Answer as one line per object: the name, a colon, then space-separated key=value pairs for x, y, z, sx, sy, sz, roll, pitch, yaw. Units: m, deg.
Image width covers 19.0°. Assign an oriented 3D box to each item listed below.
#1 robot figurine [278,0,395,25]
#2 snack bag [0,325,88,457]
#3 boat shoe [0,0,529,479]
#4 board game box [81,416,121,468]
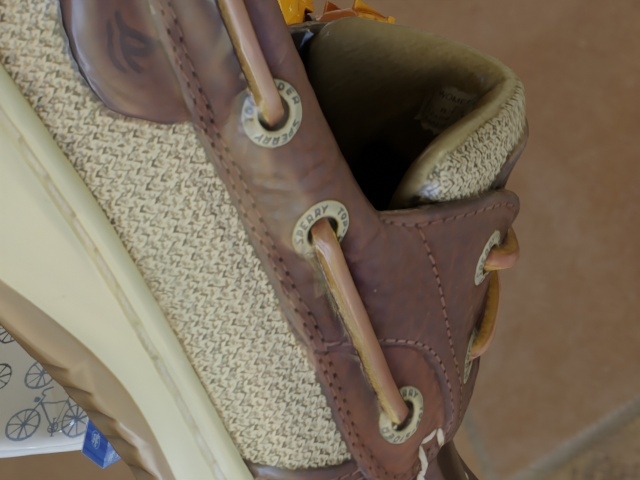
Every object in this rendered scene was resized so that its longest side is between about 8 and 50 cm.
robot figurine: x=-0.039 y=-0.047 z=1.308 sx=0.085 sy=0.211 sz=0.291 roll=2 pitch=71 yaw=41
snack bag: x=-0.283 y=0.043 z=1.683 sx=0.323 sy=0.037 sz=0.342 roll=-8 pitch=53 yaw=29
boat shoe: x=0.000 y=0.000 z=0.461 sx=0.123 sy=0.342 sz=0.123 roll=-32 pitch=39 yaw=3
board game box: x=-0.083 y=0.068 z=1.022 sx=0.020 sy=0.090 sz=0.090 roll=34 pitch=127 yaw=25
